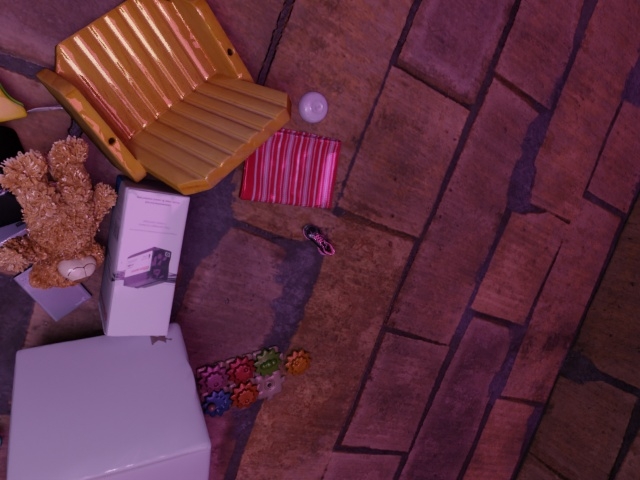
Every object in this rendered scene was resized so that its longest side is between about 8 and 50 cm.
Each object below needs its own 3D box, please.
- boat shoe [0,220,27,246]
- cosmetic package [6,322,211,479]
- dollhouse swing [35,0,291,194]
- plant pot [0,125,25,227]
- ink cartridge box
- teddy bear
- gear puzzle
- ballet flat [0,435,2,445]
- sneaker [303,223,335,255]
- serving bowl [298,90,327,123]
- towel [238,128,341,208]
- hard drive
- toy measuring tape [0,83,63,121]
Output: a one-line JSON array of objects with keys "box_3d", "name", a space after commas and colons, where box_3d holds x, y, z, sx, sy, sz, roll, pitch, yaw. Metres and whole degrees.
[{"box_3d": [-0.590, -0.024, 1.016, 0.229, 0.080, 0.076, -35, 141, -22], "name": "boat shoe"}, {"box_3d": [-0.435, 0.446, 1.007, 0.328, 0.329, 0.393, -6, 128, -25], "name": "cosmetic package"}, {"box_3d": [-0.287, -0.307, 0.922, 0.347, 0.305, 0.315, -45, 125, -19], "name": "dollhouse swing"}, {"box_3d": [-0.651, -0.116, 0.877, 0.188, 0.167, 0.187, -23, 97, -21], "name": "plant pot"}, {"box_3d": [-0.395, 0.027, 1.038, 0.129, 0.223, 0.307, 7, 100, -30], "name": "ink cartridge box"}, {"box_3d": [-0.496, -0.036, 0.909, 0.113, 0.245, 0.337, 20, 110, 10], "name": "teddy bear"}, {"box_3d": [-0.175, 0.400, 1.352, 0.339, 0.044, 0.175, -12, 108, -24], "name": "gear puzzle"}, {"box_3d": [-0.817, 0.409, 1.005, 0.248, 0.087, 0.083, 28, 77, -27], "name": "ballet flat"}, {"box_3d": [0.000, 0.000, 1.327, 0.047, 0.057, 0.119, -47, 117, -7], "name": "sneaker"}, {"box_3d": [-0.015, -0.351, 1.241, 0.084, 0.027, 0.083, -7, 107, -26], "name": "serving bowl"}, {"box_3d": [-0.076, -0.191, 1.252, 0.275, 0.031, 0.198, 4, 103, -28], "name": "towel"}, {"box_3d": [-0.603, 0.106, 1.069, 0.094, 0.022, 0.135, -37, 117, -14], "name": "hard drive"}, {"box_3d": [-0.610, -0.294, 0.915, 0.330, 0.121, 0.121, -24, 113, -30], "name": "toy measuring tape"}]
